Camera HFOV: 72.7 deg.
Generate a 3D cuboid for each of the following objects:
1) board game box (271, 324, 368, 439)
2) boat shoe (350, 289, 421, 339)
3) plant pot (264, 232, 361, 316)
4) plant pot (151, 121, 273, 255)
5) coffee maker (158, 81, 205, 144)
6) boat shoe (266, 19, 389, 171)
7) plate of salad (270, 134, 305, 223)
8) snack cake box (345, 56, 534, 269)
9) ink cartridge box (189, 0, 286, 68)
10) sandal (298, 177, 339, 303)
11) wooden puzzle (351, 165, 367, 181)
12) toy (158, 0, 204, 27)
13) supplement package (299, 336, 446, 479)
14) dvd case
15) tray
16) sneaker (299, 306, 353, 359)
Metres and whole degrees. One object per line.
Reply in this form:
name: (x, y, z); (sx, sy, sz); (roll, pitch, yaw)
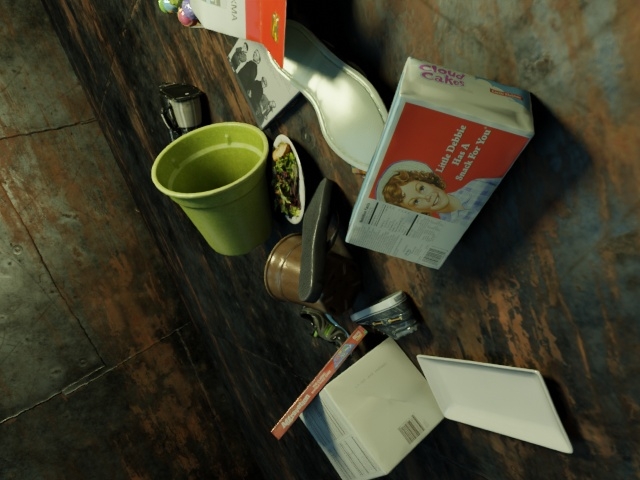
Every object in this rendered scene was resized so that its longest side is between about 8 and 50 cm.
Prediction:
board game box: (0.002, 0.307, 0.964); (0.027, 0.281, 0.145); (40, 170, 10)
boat shoe: (0.129, 0.167, 0.899); (0.083, 0.065, 0.183); (61, 150, 6)
plant pot: (-0.008, 0.082, 0.966); (0.165, 0.167, 0.167); (17, 128, 41)
plant pot: (-0.231, -0.108, 1.081); (0.276, 0.276, 0.254); (37, 154, 37)
coffee maker: (-0.391, -0.353, 1.265); (0.171, 0.120, 0.178); (-116, 20, -50)
boat shoe: (0.034, -0.234, 0.701); (0.114, 0.091, 0.303); (-40, 76, 29)
plate of salad: (-0.083, -0.133, 0.968); (0.200, 0.048, 0.200); (44, 141, 52)
snack cake box: (0.139, -0.085, 0.579); (0.152, 0.089, 0.264); (17, 142, 0)
ink cartridge box: (-0.143, -0.472, 0.657); (0.385, 0.091, 0.308); (-120, 27, -45)
sandal: (0.000, 0.001, 0.876); (0.097, 0.054, 0.255); (156, 124, -65)
wooden puzzle: (0.072, -0.146, 0.792); (0.049, 0.006, 0.083); (17, 128, 52)
toy: (-0.309, -0.530, 0.981); (0.237, 0.056, 0.137); (33, 167, 45)
supplement package: (0.108, 0.389, 0.978); (0.198, 0.199, 0.263); (51, 149, 18)
dvd case: (-0.108, -0.349, 0.885); (0.238, 0.029, 0.179); (-15, 100, 59)
tray: (0.293, 0.269, 0.761); (0.270, 0.030, 0.145); (-17, 99, 60)
sneaker: (0.014, 0.239, 1.125); (0.188, 0.078, 0.067); (46, 147, 26)
